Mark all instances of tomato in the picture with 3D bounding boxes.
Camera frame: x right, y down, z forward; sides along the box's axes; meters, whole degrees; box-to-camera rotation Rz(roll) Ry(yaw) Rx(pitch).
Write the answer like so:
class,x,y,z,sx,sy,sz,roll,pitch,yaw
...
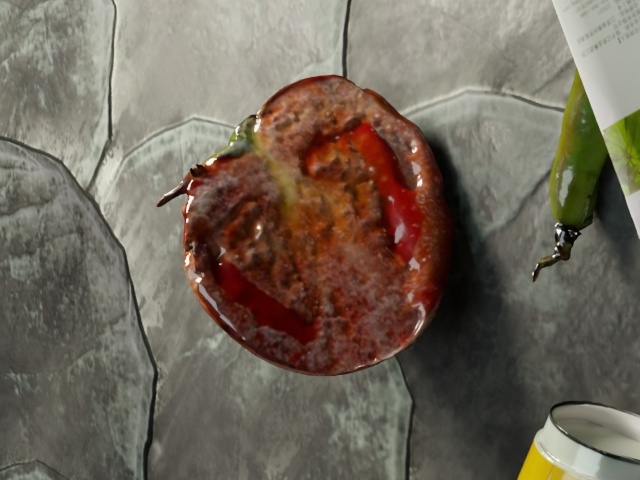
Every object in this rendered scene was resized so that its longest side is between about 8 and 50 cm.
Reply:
class,x,y,z,sx,sy,sz,roll,pitch,yaw
tomato,-0.003,-0.001,1.798,0.170,0.309,0.309,120,134,-78

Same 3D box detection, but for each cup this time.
class,x,y,z,sx,sy,sz,roll,pitch,yaw
cup,0.233,0.298,1.589,0.196,0.196,0.279,29,111,44

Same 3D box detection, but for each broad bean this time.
class,x,y,z,sx,sy,sz,roll,pitch,yaw
broad bean,0.252,-0.117,1.565,0.075,0.067,0.325,-102,21,-60

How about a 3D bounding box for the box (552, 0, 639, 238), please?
class,x,y,z,sx,sy,sz,roll,pitch,yaw
box,0.300,-0.165,1.379,0.106,0.200,0.299,-33,72,49
